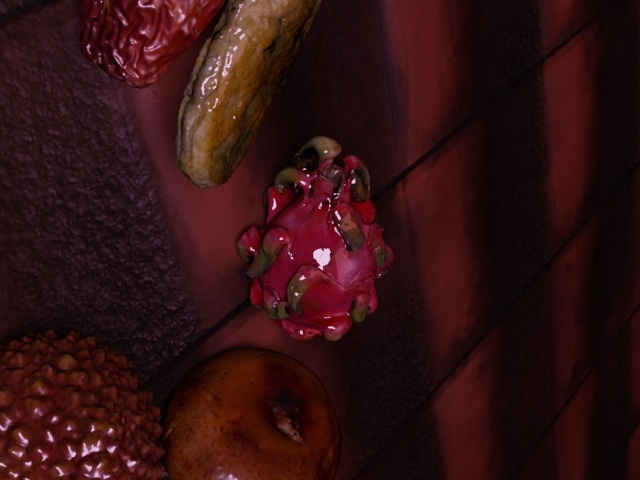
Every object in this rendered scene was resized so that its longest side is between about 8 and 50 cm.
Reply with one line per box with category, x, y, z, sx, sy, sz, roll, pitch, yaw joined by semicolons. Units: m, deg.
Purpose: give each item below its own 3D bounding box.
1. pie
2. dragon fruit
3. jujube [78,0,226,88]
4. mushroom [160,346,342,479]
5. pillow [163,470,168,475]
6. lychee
pie;-0.074;-0.198;1.068;0.323;0.071;0.323;-63;176;-9
dragon fruit;-0.002;0.003;1.263;0.198;0.219;0.272;-156;-100;-84
jujube;-0.172;-0.277;0.950;0.168;0.168;0.236;13;101;-54
mushroom;-0.105;0.285;1.231;0.254;0.267;0.267;-47;144;10
pillow;-0.279;0.302;1.118;0.208;0.053;0.119;-31;122;-43
lychee;-0.267;0.225;0.931;0.271;0.271;0.271;-24;122;-46
